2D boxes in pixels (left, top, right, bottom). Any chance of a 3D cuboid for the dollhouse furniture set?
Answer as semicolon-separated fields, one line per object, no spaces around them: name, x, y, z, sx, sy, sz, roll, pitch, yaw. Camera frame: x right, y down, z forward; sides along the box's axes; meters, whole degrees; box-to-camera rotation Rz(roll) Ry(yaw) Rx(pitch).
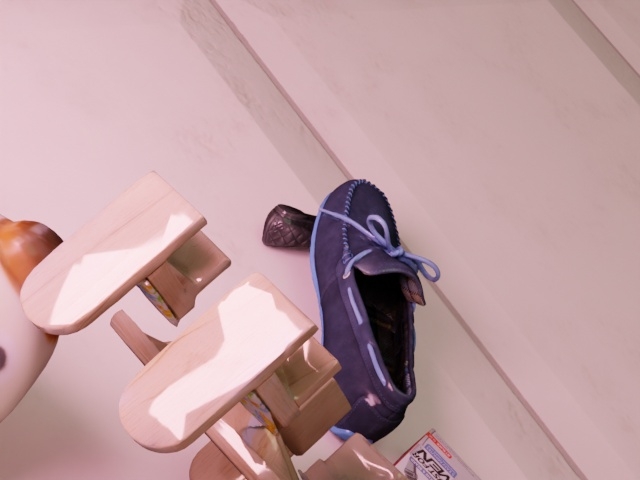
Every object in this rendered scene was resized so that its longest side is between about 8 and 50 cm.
dollhouse furniture set;-0.056;0.222;1.076;0.394;0.256;0.362;42;-12;33

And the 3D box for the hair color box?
hair color box;0.098;0.271;1.430;0.093;0.053;0.167;46;35;7

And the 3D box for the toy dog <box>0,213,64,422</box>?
toy dog;-0.396;0.001;1.103;0.408;0.284;0.395;43;5;3

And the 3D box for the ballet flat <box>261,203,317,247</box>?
ballet flat;0.000;0.000;1.661;0.173;0.049;0.057;20;17;-37

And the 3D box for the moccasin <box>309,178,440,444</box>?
moccasin;0.072;0.066;1.545;0.137;0.117;0.342;21;47;-32
